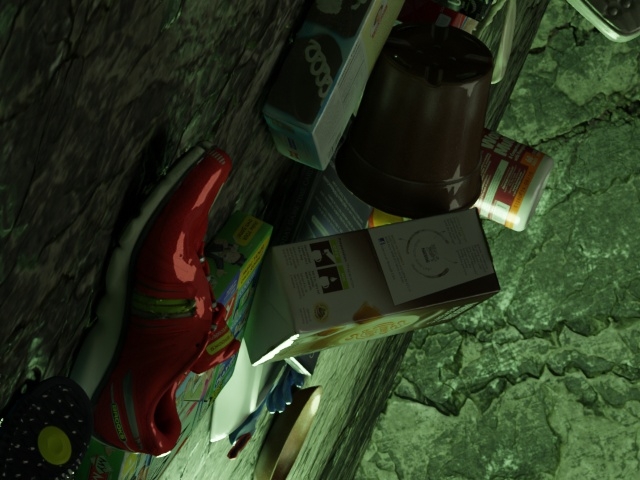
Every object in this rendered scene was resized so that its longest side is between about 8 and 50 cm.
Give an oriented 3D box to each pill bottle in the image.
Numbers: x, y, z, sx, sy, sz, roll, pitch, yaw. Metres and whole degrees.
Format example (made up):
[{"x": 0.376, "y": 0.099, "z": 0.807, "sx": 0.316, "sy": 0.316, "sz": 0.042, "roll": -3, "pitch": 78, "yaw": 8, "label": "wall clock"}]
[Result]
[{"x": 0.218, "y": -0.109, "z": 2.633, "sx": 0.121, "sy": 0.221, "sz": 0.121, "roll": -62, "pitch": 170, "yaw": -19, "label": "pill bottle"}]

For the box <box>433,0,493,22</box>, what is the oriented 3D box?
[{"x": 0.141, "y": -0.272, "z": 1.844, "sx": 0.052, "sy": 0.083, "sz": 0.062, "roll": -62, "pitch": 174, "yaw": -25, "label": "box"}]

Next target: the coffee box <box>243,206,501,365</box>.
[{"x": 0.047, "y": 0.049, "z": 1.919, "sx": 0.141, "sy": 0.246, "sz": 0.098, "roll": -38, "pitch": -114, "yaw": 63, "label": "coffee box"}]

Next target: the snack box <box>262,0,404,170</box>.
[{"x": 0.041, "y": -0.240, "z": 1.805, "sx": 0.187, "sy": 0.060, "sz": 0.322, "roll": 70, "pitch": 44, "yaw": -80, "label": "snack box"}]

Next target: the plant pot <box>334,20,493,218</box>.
[{"x": 0.110, "y": -0.138, "z": 1.958, "sx": 0.167, "sy": 0.167, "sz": 0.165, "roll": -55, "pitch": 160, "yaw": -51, "label": "plant pot"}]

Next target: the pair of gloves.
[{"x": -0.060, "y": 0.194, "z": 2.255, "sx": 0.198, "sy": 0.023, "sz": 0.159, "roll": -52, "pitch": -173, "yaw": 23, "label": "pair of gloves"}]

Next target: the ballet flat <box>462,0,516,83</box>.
[{"x": 0.164, "y": -0.210, "z": 2.367, "sx": 0.409, "sy": 0.147, "sz": 0.147, "roll": -68, "pitch": 171, "yaw": 19, "label": "ballet flat"}]

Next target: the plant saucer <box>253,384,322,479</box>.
[{"x": -0.054, "y": 0.301, "z": 2.711, "sx": 0.198, "sy": 0.036, "sz": 0.198, "roll": -62, "pitch": 171, "yaw": -18, "label": "plant saucer"}]

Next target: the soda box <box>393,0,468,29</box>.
[{"x": 0.161, "y": -0.332, "z": 2.184, "sx": 0.263, "sy": 0.083, "sz": 0.092, "roll": -61, "pitch": 170, "yaw": -23, "label": "soda box"}]

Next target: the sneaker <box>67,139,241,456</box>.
[{"x": -0.114, "y": 0.051, "z": 1.482, "sx": 0.107, "sy": 0.118, "sz": 0.279, "roll": -44, "pitch": 156, "yaw": -68, "label": "sneaker"}]

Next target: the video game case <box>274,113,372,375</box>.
[{"x": 0.000, "y": 0.000, "z": 2.072, "sx": 0.274, "sy": 0.026, "sz": 0.196, "roll": -69, "pitch": 158, "yaw": -14, "label": "video game case"}]

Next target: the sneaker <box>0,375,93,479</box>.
[{"x": -0.238, "y": 0.191, "z": 1.354, "sx": 0.082, "sy": 0.069, "sz": 0.209, "roll": -30, "pitch": -151, "yaw": 43, "label": "sneaker"}]

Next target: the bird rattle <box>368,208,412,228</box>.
[{"x": 0.115, "y": 0.003, "z": 2.588, "sx": 0.253, "sy": 0.143, "sz": 0.207, "roll": 148, "pitch": -55, "yaw": -76, "label": "bird rattle"}]

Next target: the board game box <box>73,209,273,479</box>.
[{"x": -0.147, "y": 0.139, "z": 1.752, "sx": 0.317, "sy": 0.046, "sz": 0.213, "roll": -55, "pitch": 167, "yaw": -50, "label": "board game box"}]

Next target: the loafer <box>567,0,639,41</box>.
[{"x": 0.315, "y": -0.383, "z": 2.292, "sx": 0.112, "sy": 0.319, "sz": 0.111, "roll": -27, "pitch": 166, "yaw": -8, "label": "loafer"}]

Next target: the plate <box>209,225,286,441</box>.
[{"x": -0.047, "y": 0.080, "z": 2.172, "sx": 0.277, "sy": 0.045, "sz": 0.278, "roll": 101, "pitch": 16, "yaw": -53, "label": "plate"}]
